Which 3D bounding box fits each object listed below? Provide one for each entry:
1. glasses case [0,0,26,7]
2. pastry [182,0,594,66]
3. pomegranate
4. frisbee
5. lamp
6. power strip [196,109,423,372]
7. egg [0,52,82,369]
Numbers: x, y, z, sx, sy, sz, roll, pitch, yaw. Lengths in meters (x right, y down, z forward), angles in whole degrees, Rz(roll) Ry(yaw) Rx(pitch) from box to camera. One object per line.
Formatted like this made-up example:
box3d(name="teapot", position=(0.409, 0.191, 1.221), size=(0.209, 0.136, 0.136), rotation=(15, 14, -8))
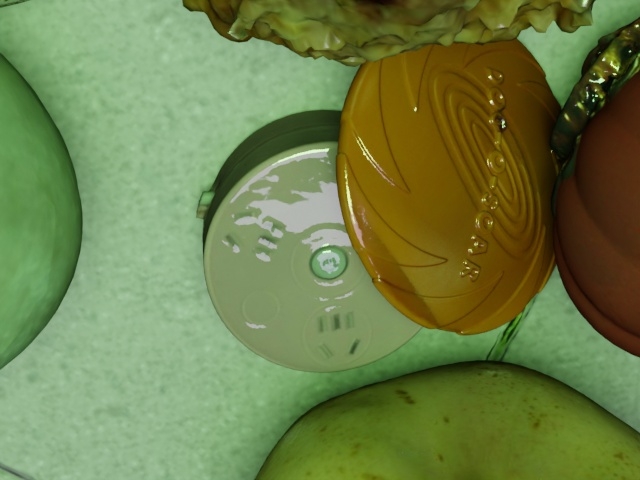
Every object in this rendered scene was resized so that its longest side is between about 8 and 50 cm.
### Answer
box3d(name="glasses case", position=(-0.210, -0.296, 0.781), size=(0.137, 0.085, 0.355), rotation=(-12, 111, -1))
box3d(name="pastry", position=(0.065, -0.264, 0.699), size=(0.337, 0.292, 0.405), rotation=(7, 125, -13))
box3d(name="pomegranate", position=(0.090, 0.213, 0.880), size=(0.319, 0.319, 0.319), rotation=(-2, 111, -4))
box3d(name="frisbee", position=(0.090, -0.040, 0.873), size=(0.192, 0.035, 0.192), rotation=(1, 88, -39))
box3d(name="lamp", position=(0.228, -0.037, 0.856), size=(0.226, 0.227, 0.227), rotation=(-2, 111, -4))
box3d(name="power strip", position=(0.000, 0.000, 0.917), size=(0.154, 0.078, 0.154), rotation=(-2, 112, -4))
box3d(name="egg", position=(-0.301, -0.031, 0.785), size=(0.352, 0.258, 0.258), rotation=(16, 109, -1))
